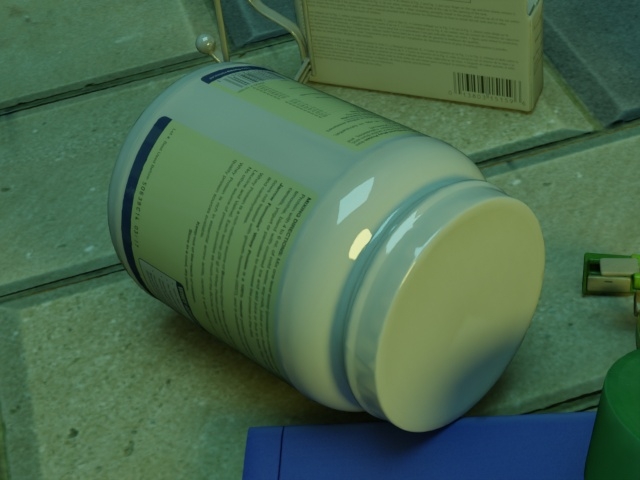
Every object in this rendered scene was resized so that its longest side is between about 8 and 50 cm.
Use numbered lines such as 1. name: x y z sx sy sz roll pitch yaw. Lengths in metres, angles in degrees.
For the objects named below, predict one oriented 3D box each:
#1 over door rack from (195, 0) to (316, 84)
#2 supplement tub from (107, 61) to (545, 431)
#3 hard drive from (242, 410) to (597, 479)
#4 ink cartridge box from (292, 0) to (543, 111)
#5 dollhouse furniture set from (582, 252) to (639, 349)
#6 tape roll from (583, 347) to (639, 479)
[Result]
1. over door rack: -0.075 -0.224 1.242 0.108 0.324 0.239 17 47 8
2. supplement tub: 0.000 0.000 1.036 0.235 0.235 0.325 -37 45 -28
3. hard drive: 0.096 0.224 0.927 0.319 0.040 0.210 -4 42 7
4. ink cartridge box: 0.101 -0.266 1.322 0.275 0.238 0.060 11 45 21
5. dollhouse furniture set: 0.260 0.062 1.054 0.059 0.076 0.151 1 32 8
6. tape roll: 0.343 0.162 0.820 0.321 0.077 0.321 7 18 -2
